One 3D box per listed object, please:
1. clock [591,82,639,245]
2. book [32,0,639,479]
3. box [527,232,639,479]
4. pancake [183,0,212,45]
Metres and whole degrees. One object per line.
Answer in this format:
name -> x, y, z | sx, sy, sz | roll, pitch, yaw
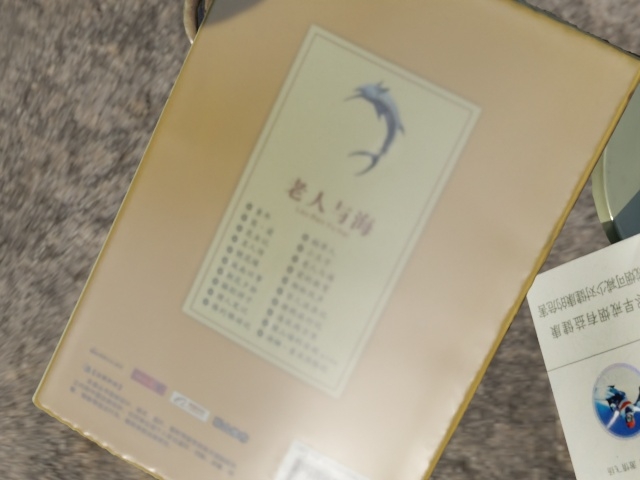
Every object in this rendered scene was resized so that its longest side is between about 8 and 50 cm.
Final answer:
clock -> 0.367, -0.066, 1.564 | 0.235, 0.029, 0.234 | 2, 86, -32
book -> 0.000, 0.000, 0.978 | 0.269, 0.032, 0.388 | 29, 102, 11
box -> 0.303, 0.134, 1.460 | 0.069, 0.164, 0.256 | -3, 74, -41
pancake -> -0.077, -0.204, 1.425 | 0.115, 0.011, 0.114 | 2, 87, -29
